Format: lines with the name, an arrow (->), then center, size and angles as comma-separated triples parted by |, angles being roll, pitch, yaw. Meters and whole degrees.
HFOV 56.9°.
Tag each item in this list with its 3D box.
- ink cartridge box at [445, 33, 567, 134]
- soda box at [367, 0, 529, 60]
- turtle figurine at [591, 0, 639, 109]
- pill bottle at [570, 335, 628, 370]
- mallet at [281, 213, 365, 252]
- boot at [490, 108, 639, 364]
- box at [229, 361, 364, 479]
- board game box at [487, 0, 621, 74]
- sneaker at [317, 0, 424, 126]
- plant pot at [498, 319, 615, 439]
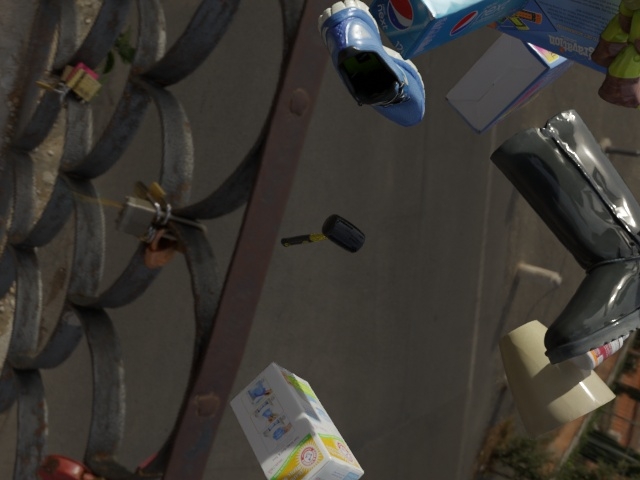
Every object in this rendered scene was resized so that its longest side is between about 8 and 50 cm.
ink cartridge box -> 0.554, -0.470, 1.571 | 0.395, 0.270, 0.151 | -35, 83, -38
soda box -> 0.156, -0.270, 0.632 | 0.210, 0.067, 0.071 | -30, 82, -29
turtle figurine -> 0.313, -0.233, 0.542 | 0.087, 0.269, 0.217 | -5, 139, -1
pill bottle -> 0.724, 0.266, 1.536 | 0.152, 0.086, 0.086 | -29, 121, -18
mallet -> 0.000, 0.000, 0.933 | 0.062, 0.189, 0.039 | 31, 69, -21
boot -> 0.484, -0.021, 1.175 | 0.367, 0.146, 0.445 | -21, 74, -22
box -> -0.041, 0.315, 0.944 | 0.103, 0.203, 0.114 | -43, 136, 3
board game box -> 0.282, -0.317, 0.751 | 0.027, 0.281, 0.145 | -29, 133, -10
sneaker -> 0.107, -0.300, 1.136 | 0.330, 0.129, 0.147 | 30, 45, -49
plant pot -> 0.631, 0.374, 1.663 | 0.256, 0.274, 0.256 | -22, 156, -10
